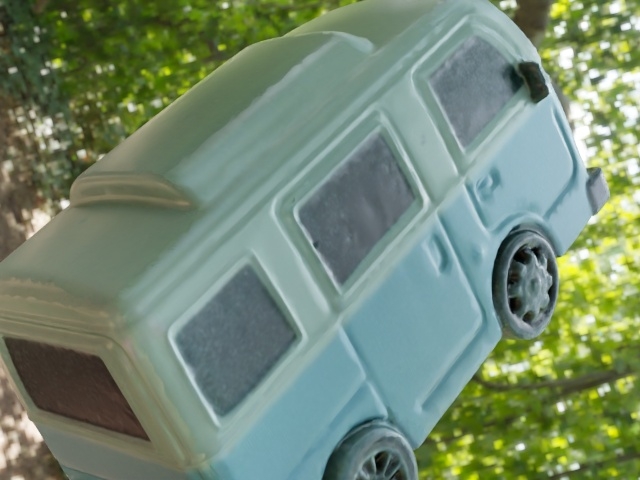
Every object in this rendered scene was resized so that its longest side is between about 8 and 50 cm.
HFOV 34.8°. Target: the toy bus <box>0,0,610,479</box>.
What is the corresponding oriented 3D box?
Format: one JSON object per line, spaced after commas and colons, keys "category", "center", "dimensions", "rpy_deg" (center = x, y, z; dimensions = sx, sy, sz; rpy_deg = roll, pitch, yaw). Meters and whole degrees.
{"category": "toy bus", "center": [0.000, 0.000, 0.439], "dimensions": [0.133, 0.271, 0.165], "rpy_deg": [2, -52, 44]}
